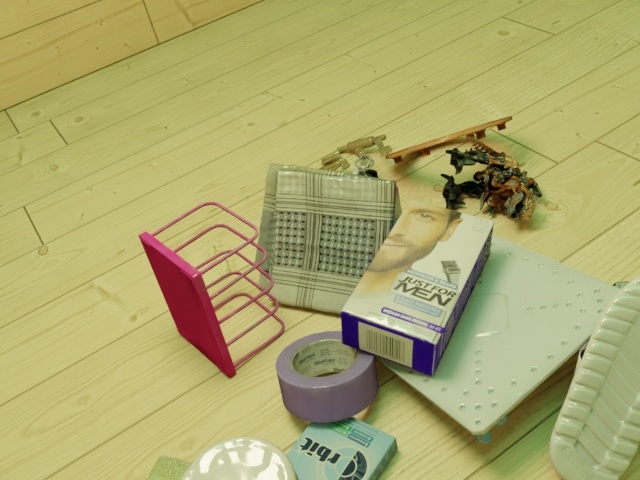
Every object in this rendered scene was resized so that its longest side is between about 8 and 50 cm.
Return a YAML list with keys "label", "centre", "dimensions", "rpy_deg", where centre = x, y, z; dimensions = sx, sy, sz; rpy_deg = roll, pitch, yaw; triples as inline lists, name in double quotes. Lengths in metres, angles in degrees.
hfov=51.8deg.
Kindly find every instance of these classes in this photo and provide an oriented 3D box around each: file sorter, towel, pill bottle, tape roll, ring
- label: "file sorter"
  centre: [-0.212, 0.093, 1.384]
  dimensions: [0.182, 0.291, 0.202]
  rpy_deg: [-35, 45, -27]
- label: "towel"
  centre: [0.000, 0.000, 1.446]
  dimensions: [0.324, 0.312, 0.056]
  rpy_deg: [10, 11, 27]
- label: "pill bottle"
  centre: [-0.088, 0.431, 0.949]
  dimensions: [0.169, 0.301, 0.169]
  rpy_deg: [-7, 41, 6]
- label: "tape roll"
  centre: [0.013, 0.255, 1.254]
  dimensions: [0.189, 0.080, 0.189]
  rpy_deg: [-9, 22, 4]
- label: "towel"
  centre: [-0.255, 0.448, 1.188]
  dimensions: [0.148, 0.027, 0.110]
  rpy_deg: [8, 44, 23]
- label: "ring"
  centre: [0.333, -0.258, 1.713]
  dimensions: [0.336, 0.032, 0.336]
  rpy_deg: [-17, 6, 2]

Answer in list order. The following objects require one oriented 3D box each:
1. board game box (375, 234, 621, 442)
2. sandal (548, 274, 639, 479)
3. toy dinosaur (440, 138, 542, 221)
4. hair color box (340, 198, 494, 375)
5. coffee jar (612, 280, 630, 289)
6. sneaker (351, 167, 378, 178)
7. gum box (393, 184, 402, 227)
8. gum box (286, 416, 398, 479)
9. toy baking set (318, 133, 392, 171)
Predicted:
- label: "board game box"
  centre: [0.310, 0.160, 1.271]
  dimensions: [0.390, 0.050, 0.390]
  rpy_deg: [-36, 34, -16]
- label: "sandal"
  centre: [0.507, 0.212, 1.095]
  dimensions: [0.169, 0.102, 0.416]
  rpy_deg: [36, 90, 14]
- label: "toy dinosaur"
  centre: [0.419, -0.149, 1.629]
  dimensions: [0.218, 0.164, 0.322]
  rpy_deg: [0, 18, -5]
- label: "hair color box"
  centre: [0.194, 0.078, 1.276]
  dimensions: [0.185, 0.110, 0.339]
  rpy_deg: [17, 46, 21]
- label: "coffee jar"
  centre: [0.564, 0.170, 1.226]
  dimensions: [0.079, 0.096, 0.184]
  rpy_deg: [9, 46, 28]
- label: "sneaker"
  centre: [0.110, -0.138, 1.728]
  dimensions: [0.075, 0.063, 0.170]
  rpy_deg: [-3, 36, 22]
- label: "gum box"
  centre: [0.133, -0.039, 1.512]
  dimensions: [0.062, 0.188, 0.107]
  rpy_deg: [22, 51, 37]
- label: "gum box"
  centre: [0.022, 0.396, 1.160]
  dimensions: [0.157, 0.041, 0.184]
  rpy_deg: [18, 48, 33]
- label: "toy baking set"
  centre: [0.101, -0.231, 1.813]
  dimensions: [0.256, 0.030, 0.197]
  rpy_deg: [-13, 29, 31]
